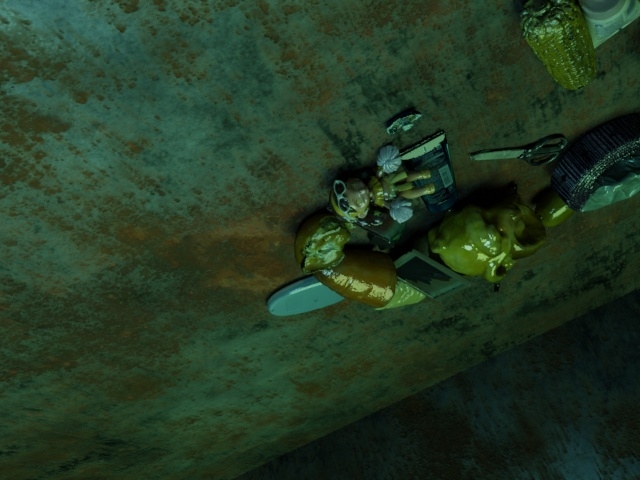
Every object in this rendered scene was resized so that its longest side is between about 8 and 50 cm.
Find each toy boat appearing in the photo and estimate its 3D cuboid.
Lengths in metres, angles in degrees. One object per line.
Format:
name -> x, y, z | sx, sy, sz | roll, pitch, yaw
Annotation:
toy boat -> 0.176, -0.248, 1.614 | 0.083, 0.038, 0.038 | -29, 153, 16

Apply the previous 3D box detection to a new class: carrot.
carrot -> 0.077, 0.086, 2.049 | 0.225, 0.159, 0.159 | 16, 136, -37

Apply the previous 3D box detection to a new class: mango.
mango -> 0.710, -0.113, 2.218 | 0.195, 0.091, 0.130 | -25, 153, -7

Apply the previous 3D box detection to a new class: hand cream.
hand cream -> 0.574, -0.453, 1.511 | 0.133, 0.083, 0.248 | -33, 163, 21
hand cream -> 0.269, -0.158, 1.838 | 0.120, 0.061, 0.270 | -27, 149, 5

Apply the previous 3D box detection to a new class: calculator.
calculator -> -0.008, 0.148, 2.203 | 0.303, 0.042, 0.188 | -16, 152, -7

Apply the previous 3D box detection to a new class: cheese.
cheese -> 0.235, 0.150, 2.338 | 0.167, 0.093, 0.123 | -8, 152, -27

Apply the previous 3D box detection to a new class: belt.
belt -> 0.779, -0.200, 2.049 | 0.325, 0.122, 0.260 | -28, 144, -2

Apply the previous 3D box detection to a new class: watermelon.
watermelon -> 0.129, -0.046, 1.833 | 0.202, 0.207, 0.136 | -11, 129, 12

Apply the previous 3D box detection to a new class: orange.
orange -> 0.000, 0.000, 1.859 | 0.170, 0.112, 0.160 | -43, 144, -11

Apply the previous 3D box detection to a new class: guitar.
guitar -> 0.194, 0.008, 2.117 | 0.088, 0.025, 0.233 | -27, 153, 7

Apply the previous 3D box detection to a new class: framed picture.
framed picture -> 0.292, 0.098, 2.152 | 0.018, 0.192, 0.265 | -61, -177, -17

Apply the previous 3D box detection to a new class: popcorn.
popcorn -> 0.444, 0.003, 2.056 | 0.316, 0.280, 0.297 | -12, 172, 7

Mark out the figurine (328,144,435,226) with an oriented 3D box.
figurine -> 0.137, -0.110, 1.723 | 0.240, 0.174, 0.116 | -16, 170, 0

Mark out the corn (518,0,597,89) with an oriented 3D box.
corn -> 0.475, -0.391, 1.503 | 0.115, 0.115, 0.318 | -33, 154, 20

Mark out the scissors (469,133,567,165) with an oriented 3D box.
scissors -> 0.493, -0.220, 1.929 | 0.300, 0.022, 0.109 | -7, 146, -26
